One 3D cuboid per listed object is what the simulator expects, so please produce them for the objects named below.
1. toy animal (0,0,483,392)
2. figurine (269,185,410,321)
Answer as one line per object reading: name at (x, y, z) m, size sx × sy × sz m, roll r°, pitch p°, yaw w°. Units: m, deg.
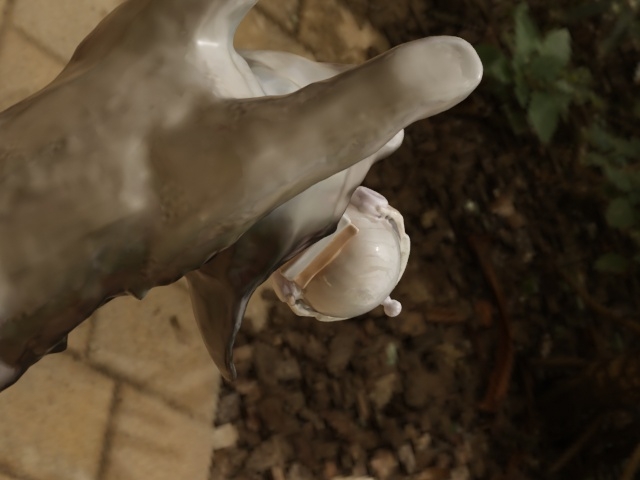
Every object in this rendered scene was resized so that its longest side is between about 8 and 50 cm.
toy animal at (-0.111, -0.019, 0.691) m, size 0.344 × 0.302 × 0.194 m, roll -21°, pitch 72°, yaw -20°
figurine at (0.002, 0.002, 1.444) m, size 0.237 × 0.162 × 0.141 m, roll 36°, pitch 8°, yaw -30°
